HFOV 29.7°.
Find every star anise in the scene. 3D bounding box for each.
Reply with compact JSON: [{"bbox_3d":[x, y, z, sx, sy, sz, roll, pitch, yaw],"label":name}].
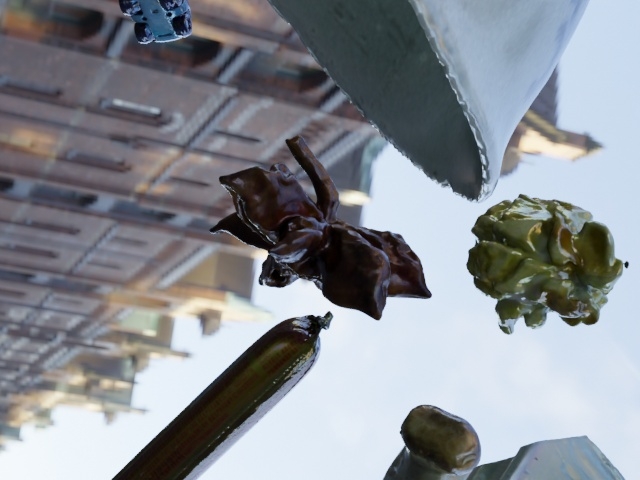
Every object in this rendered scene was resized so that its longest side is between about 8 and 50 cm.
[{"bbox_3d":[0.002,0.006,1.059,0.111,0.196,0.212,-48,155,-15],"label":"star anise"}]

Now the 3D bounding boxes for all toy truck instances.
[{"bbox_3d":[-0.148,-0.232,1.118,0.073,0.056,0.090,69,18,-49],"label":"toy truck"}]

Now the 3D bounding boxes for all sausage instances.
[{"bbox_3d":[-0.117,0.199,1.359,0.371,0.082,0.082,-44,-148,16],"label":"sausage"}]

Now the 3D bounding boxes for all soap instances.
[{"bbox_3d":[0.181,0.246,0.981,0.091,0.145,0.230,-37,-178,37],"label":"soap"}]

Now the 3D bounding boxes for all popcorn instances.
[{"bbox_3d":[0.207,0.016,1.127,0.135,0.141,0.162,-52,175,-35],"label":"popcorn"}]

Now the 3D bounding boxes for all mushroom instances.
[{"bbox_3d":[0.113,0.337,1.504,0.107,0.087,0.333,42,-48,28],"label":"mushroom"}]

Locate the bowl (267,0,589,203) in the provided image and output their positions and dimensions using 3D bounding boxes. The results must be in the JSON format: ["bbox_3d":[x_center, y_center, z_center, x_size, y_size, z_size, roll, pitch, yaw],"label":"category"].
[{"bbox_3d":[0.026,-0.247,0.596,0.196,0.434,0.435,-35,-154,-2],"label":"bowl"}]
